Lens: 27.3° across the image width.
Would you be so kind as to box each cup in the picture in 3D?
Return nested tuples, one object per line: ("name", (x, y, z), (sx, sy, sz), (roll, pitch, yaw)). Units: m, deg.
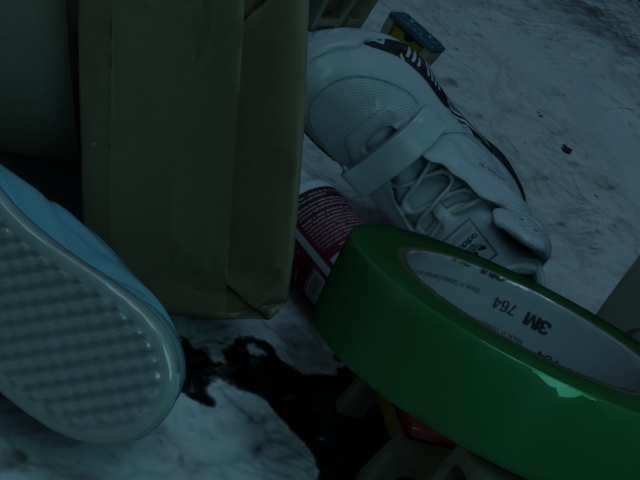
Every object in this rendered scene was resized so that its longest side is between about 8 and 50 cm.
("cup", (-0.307, -0.226, 1.056), (0.237, 0.331, 0.331), (-1, 35, -7))

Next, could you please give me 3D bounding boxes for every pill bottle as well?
("pill bottle", (0.000, 0.000, 1.215), (0.086, 0.086, 0.152), (-2, 45, -49))

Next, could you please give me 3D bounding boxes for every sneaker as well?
("sneaker", (0.110, -0.057, 1.310), (0.366, 0.137, 0.210), (36, 22, -38))
("sneaker", (-0.244, 0.005, 0.920), (0.366, 0.135, 0.150), (45, -1, 3))

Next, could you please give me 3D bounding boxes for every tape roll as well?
("tape roll", (0.153, 0.093, 1.048), (0.321, 0.077, 0.321), (24, 12, -5))

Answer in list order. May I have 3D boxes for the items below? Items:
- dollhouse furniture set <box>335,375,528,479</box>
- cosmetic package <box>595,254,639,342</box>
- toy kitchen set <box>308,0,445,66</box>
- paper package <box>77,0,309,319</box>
("dollhouse furniture set", (0.166, 0.221, 0.969), (0.201, 0.152, 0.374), (19, 31, -26))
("cosmetic package", (0.400, 0.144, 1.256), (0.153, 0.129, 0.296), (19, 28, -28))
("toy kitchen set", (0.055, -0.296, 1.709), (0.166, 0.122, 0.207), (45, 30, 20))
("paper package", (-0.106, -0.153, 1.083), (0.168, 0.309, 0.325), (1, 34, -7))
